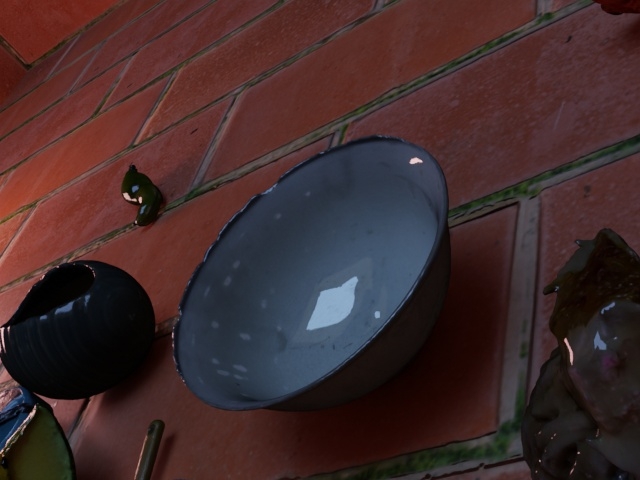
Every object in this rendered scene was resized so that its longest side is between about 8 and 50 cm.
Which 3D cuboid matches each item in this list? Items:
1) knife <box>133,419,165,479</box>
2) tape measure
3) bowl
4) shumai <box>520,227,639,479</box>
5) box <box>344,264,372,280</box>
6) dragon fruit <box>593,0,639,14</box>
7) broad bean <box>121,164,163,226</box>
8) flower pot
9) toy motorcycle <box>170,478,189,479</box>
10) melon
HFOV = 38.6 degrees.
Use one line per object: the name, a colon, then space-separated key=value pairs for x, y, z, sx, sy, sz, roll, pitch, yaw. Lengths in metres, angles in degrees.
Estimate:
knife: x=-0.209 y=0.306 z=0.980 sx=0.046 sy=0.022 sz=0.256 roll=-19 pitch=39 yaw=27
tape measure: x=-0.432 y=0.268 z=1.260 sx=0.146 sy=0.081 sz=0.125 roll=-36 pitch=31 yaw=11
bowl: x=0.022 y=0.059 z=0.891 sx=0.313 sy=0.146 sz=0.313 roll=-27 pitch=38 yaw=24
shumai: x=0.198 y=0.092 z=0.595 sx=0.206 sy=0.175 sz=0.166 roll=-1 pitch=48 yaw=56
box: x=0.000 y=0.000 z=1.122 sx=0.211 sy=0.045 sz=0.270 roll=-31 pitch=30 yaw=21
dragon fruit: x=0.383 y=-0.280 z=1.001 sx=0.162 sy=0.083 sz=0.106 roll=-32 pitch=41 yaw=0
broad bean: x=-0.327 y=-0.086 z=1.662 sx=0.070 sy=0.048 sz=0.213 roll=-39 pitch=31 yaw=4
flower pot: x=-0.333 y=0.124 z=1.251 sx=0.243 sy=0.157 sz=0.189 roll=-13 pitch=37 yaw=39
toy motorcycle: x=-0.176 y=0.284 z=0.860 sx=0.229 sy=0.151 sz=0.074 roll=9 pitch=101 yaw=51
melon: x=-0.365 y=0.325 z=1.066 sx=0.265 sy=0.129 sz=0.169 roll=-53 pitch=7 yaw=-13
